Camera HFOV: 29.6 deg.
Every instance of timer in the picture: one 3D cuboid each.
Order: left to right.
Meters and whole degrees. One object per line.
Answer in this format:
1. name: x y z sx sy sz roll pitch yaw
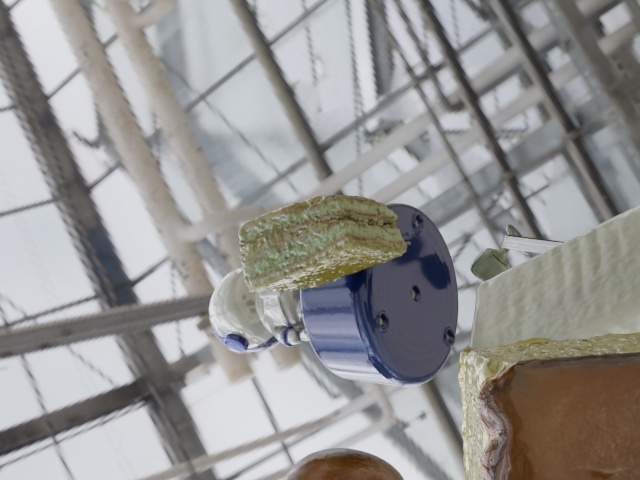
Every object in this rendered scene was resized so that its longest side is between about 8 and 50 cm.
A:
1. timer: -0.009 0.096 1.867 0.270 0.383 0.270 12 -106 -52

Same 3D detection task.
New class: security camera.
1. security camera: 0.269 0.025 1.839 0.058 0.092 0.058 43 -159 -20

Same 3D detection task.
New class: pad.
1. pad: 0.356 0.016 1.596 0.158 0.235 0.003 42 -125 -81

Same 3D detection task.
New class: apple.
1. apple: 0.028 0.398 1.727 0.188 0.211 0.211 16 -141 4

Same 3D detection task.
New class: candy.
1. candy: 0.344 0.089 1.409 0.145 0.358 0.208 47 -150 -27

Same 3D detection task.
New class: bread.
1. bread: 0.000 0.000 1.581 0.138 0.196 0.102 -1 -105 -53
2. bread: 0.274 0.231 0.889 0.143 0.323 0.333 -110 15 -84
